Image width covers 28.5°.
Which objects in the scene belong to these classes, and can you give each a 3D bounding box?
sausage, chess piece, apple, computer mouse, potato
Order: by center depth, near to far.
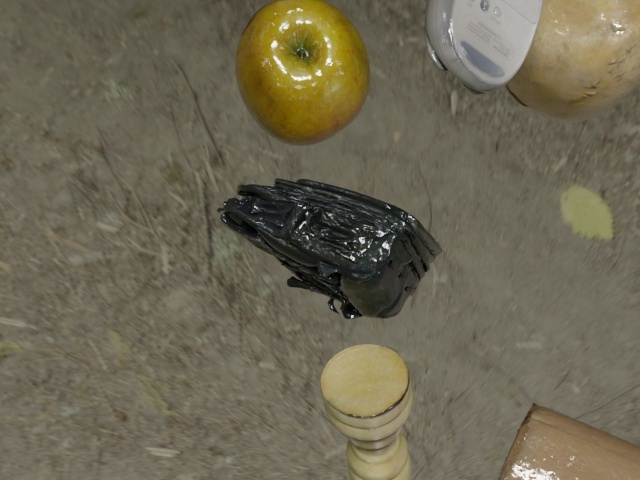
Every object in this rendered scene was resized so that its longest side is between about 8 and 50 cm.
[{"bbox_3d":[0.085,-0.124,0.683,0.066,0.039,0.096,31,69,-28],"label":"computer mouse"},{"bbox_3d":[0.166,-0.132,0.821,0.112,0.147,0.112,2,73,-5],"label":"potato"},{"bbox_3d":[0.038,0.137,0.906,0.066,0.122,0.066,-5,44,5],"label":"chess piece"},{"bbox_3d":[0.267,0.237,1.045,0.253,0.123,0.123,23,81,8],"label":"sausage"},{"bbox_3d":[-0.023,-0.216,1.581,0.183,0.155,0.182,1,75,-5],"label":"apple"}]

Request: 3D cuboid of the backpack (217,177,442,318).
[{"bbox_3d":[0.000,0.000,1.507,0.258,0.206,0.133,24,79,23],"label":"backpack"}]
